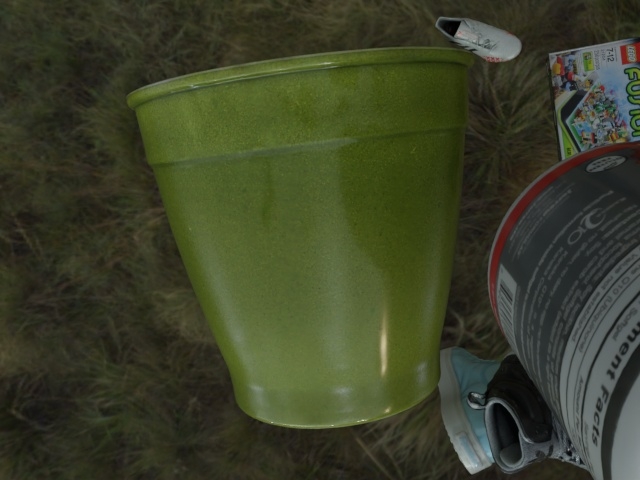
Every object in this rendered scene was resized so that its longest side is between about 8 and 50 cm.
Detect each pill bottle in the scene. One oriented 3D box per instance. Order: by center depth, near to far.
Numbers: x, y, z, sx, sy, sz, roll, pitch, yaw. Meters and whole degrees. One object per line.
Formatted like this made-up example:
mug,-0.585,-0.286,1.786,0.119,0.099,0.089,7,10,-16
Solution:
pill bottle,0.242,0.074,0.361,0.210,0.363,0.210,0,109,-1

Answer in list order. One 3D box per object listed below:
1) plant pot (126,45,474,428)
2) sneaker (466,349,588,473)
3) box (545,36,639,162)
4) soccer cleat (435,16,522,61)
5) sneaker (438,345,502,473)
plant pot,0.000,0.000,0.708,0.366,0.366,0.353,-3,98,29
sneaker,0.304,0.252,0.773,0.268,0.153,0.101,39,134,31
box,0.359,-0.142,0.807,0.114,0.036,0.207,-8,92,15
soccer cleat,0.138,-0.179,0.560,0.083,0.035,0.029,37,112,37
sneaker,0.281,0.253,1.046,0.150,0.366,0.135,-26,98,10
